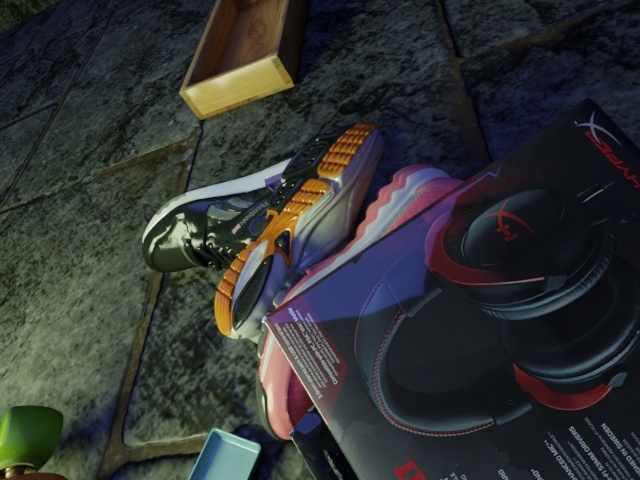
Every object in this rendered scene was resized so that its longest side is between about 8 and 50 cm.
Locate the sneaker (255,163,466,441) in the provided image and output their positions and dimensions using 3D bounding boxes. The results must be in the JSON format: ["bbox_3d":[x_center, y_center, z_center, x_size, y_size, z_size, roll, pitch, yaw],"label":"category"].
[{"bbox_3d":[0.064,0.054,0.462,0.136,0.116,0.314,21,67,45],"label":"sneaker"}]

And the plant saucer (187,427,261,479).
[{"bbox_3d":[-0.115,0.274,0.462,0.067,0.018,0.192,5,57,34],"label":"plant saucer"}]

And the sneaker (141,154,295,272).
[{"bbox_3d":[-0.103,-0.004,0.632,0.283,0.107,0.124,-23,51,13],"label":"sneaker"}]

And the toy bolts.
[{"bbox_3d":[-0.395,0.290,0.503,0.228,0.218,0.159,-43,48,18],"label":"toy bolts"}]

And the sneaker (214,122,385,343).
[{"bbox_3d":[0.000,0.000,0.542,0.263,0.121,0.099,-57,36,-5],"label":"sneaker"}]

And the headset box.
[{"bbox_3d":[0.120,0.083,0.349,0.293,0.110,0.218,-33,74,0],"label":"headset box"}]

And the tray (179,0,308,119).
[{"bbox_3d":[-0.133,-0.425,1.024,0.202,0.076,0.411,-13,47,22],"label":"tray"}]
